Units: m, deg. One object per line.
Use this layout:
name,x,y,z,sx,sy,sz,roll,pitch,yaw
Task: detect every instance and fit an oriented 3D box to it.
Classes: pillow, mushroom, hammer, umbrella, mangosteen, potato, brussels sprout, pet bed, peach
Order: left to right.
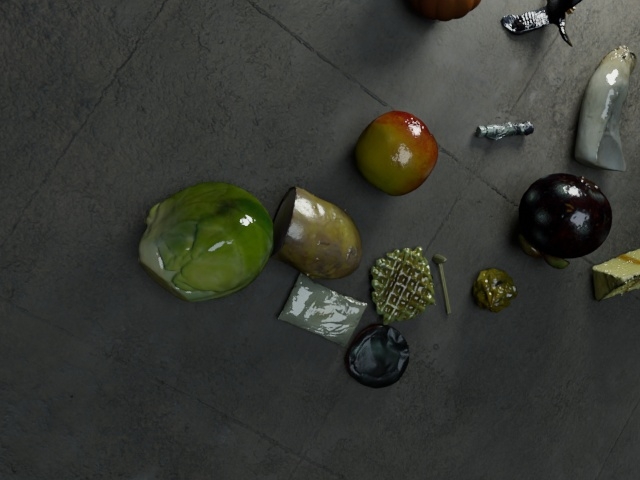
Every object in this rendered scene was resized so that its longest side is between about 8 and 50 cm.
brussels sprout,-0.279,0.007,1.558,0.344,0.344,0.268,-27,136,-13
potato,0.000,0.000,1.672,0.266,0.229,0.229,18,89,-22
pillow,0.007,0.201,1.765,0.230,0.050,0.148,25,82,-15
pet bed,0.173,0.344,1.826,0.201,0.053,0.201,-2,96,-16
peach,0.210,-0.242,1.710,0.231,0.231,0.231,-1,95,-17
hammer,0.383,0.138,1.875,0.028,0.060,0.195,-17,104,-15
umbrella,0.570,-0.338,1.891,0.188,0.046,0.050,-5,53,-17
mangosteen,0.727,-0.061,1.856,0.288,0.288,0.288,-1,95,-17
mushroom,0.908,-0.425,1.951,0.177,0.126,0.397,6,92,-27

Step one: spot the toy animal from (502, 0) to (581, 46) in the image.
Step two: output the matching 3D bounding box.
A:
toy animal,0.730,-0.687,1.861,0.197,0.272,0.160,52,44,-9

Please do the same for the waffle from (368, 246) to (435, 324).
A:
waffle,0.244,0.132,1.828,0.208,0.054,0.214,-18,94,-12

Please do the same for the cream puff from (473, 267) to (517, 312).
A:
cream puff,0.544,0.156,1.892,0.146,0.116,0.146,-1,95,-13

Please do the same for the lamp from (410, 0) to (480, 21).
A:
lamp,0.351,-0.718,1.716,0.223,0.196,0.223,-3,64,6

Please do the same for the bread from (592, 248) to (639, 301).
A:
bread,1.033,0.105,2.038,0.266,0.142,0.178,-15,139,-17
